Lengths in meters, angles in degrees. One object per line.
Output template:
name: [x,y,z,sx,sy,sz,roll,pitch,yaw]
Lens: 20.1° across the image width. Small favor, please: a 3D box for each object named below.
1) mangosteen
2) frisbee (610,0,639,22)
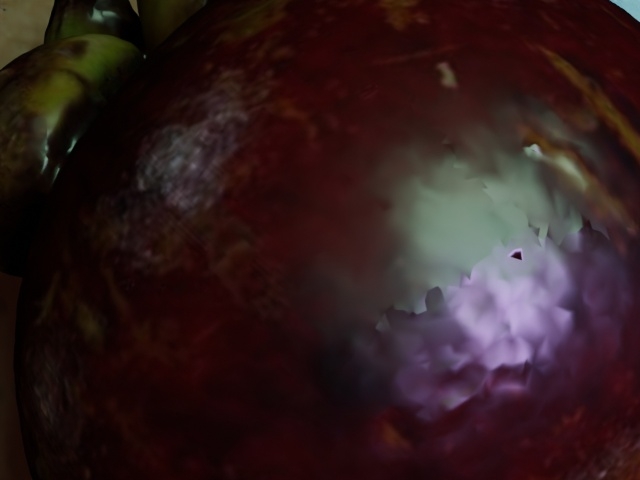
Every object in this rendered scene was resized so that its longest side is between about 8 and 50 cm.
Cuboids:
mangosteen: [0.000,0.000,0.511,0.215,0.215,0.257,-20,58,-34]
frisbee: [0.176,-0.117,0.754,0.242,0.045,0.242,13,61,-24]
